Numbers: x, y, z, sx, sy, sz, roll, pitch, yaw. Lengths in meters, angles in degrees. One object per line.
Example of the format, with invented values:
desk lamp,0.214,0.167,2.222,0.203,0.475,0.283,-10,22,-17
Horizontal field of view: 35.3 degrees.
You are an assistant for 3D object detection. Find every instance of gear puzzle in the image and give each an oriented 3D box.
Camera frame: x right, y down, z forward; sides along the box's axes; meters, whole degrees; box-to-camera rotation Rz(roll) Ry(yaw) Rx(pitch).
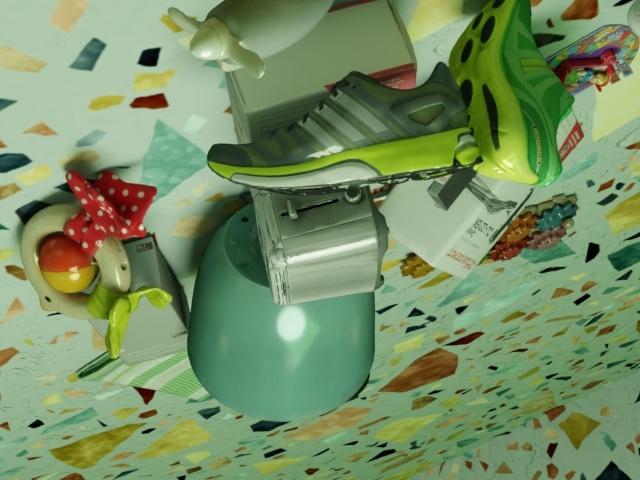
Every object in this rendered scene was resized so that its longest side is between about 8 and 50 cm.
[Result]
gear puzzle,0.307,0.010,1.832,0.338,0.044,0.175,-15,153,-9

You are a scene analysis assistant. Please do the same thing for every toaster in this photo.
toaster,0.000,0.000,1.254,0.146,0.129,0.227,-12,156,-4

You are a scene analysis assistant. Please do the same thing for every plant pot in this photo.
plant pot,-0.052,0.077,1.477,0.293,0.293,0.235,-11,139,-16

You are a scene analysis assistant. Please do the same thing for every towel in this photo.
towel,-0.251,0.227,1.881,0.248,0.038,0.325,-31,151,24

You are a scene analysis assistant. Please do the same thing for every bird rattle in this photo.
bird rattle,-0.310,0.027,1.316,0.206,0.143,0.254,1,123,24

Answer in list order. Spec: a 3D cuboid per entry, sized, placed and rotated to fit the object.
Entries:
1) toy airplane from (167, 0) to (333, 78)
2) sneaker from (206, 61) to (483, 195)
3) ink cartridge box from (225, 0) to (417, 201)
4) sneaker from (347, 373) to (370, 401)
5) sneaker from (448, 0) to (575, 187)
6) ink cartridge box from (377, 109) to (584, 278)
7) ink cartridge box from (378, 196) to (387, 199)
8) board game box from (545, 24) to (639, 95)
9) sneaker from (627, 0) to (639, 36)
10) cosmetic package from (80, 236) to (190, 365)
toy airplane,0.004,-0.299,0.788,0.384,0.272,0.386,-26,153,11
sneaker,0.021,-0.116,1.083,0.299,0.121,0.111,-6,177,13
ink cartridge box,0.002,-0.148,1.246,0.207,0.117,0.283,-16,153,-7
sneaker,0.038,0.231,1.985,0.139,0.125,0.341,-29,153,15
sneaker,0.222,-0.174,1.164,0.123,0.296,0.109,26,139,-25
ink cartridge box,0.217,-0.089,1.362,0.273,0.114,0.197,-50,160,8
ink cartridge box,0.067,-0.099,1.456,0.122,0.052,0.088,-5,150,-25
board game box,0.379,-0.236,1.426,0.168,0.033,0.133,-29,152,18
sneaker,0.506,-0.285,1.356,0.240,0.091,0.126,-12,153,-16
cosmetic package,-0.280,0.097,1.544,0.127,0.107,0.238,-16,156,1
